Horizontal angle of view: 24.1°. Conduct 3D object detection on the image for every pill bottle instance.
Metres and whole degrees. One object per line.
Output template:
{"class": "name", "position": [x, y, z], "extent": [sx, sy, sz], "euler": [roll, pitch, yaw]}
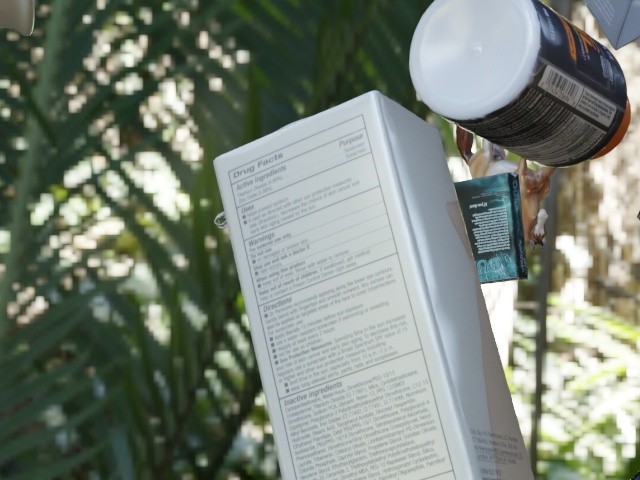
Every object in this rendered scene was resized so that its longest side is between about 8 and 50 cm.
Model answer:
{"class": "pill bottle", "position": [0.195, -0.141, 1.362], "extent": [0.130, 0.130, 0.246], "euler": [1, -10, 35]}

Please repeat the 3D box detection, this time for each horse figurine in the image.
{"class": "horse figurine", "position": [0.279, -0.118, 2.246], "extent": [0.066, 0.174, 0.263], "euler": [-7, 29, -33]}

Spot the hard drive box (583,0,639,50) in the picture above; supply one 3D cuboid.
{"class": "hard drive box", "position": [0.314, -0.317, 1.521], "extent": [0.089, 0.181, 0.232], "euler": [-30, 8, 32]}

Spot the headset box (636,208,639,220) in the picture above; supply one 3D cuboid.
{"class": "headset box", "position": [0.485, -0.044, 1.596], "extent": [0.246, 0.283, 0.131], "euler": [46, -39, -21]}

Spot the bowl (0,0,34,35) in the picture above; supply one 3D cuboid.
{"class": "bowl", "position": [-0.433, -0.381, 1.775], "extent": [0.134, 0.298, 0.298], "euler": [-11, 4, -15]}

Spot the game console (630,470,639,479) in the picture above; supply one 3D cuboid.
{"class": "game console", "position": [0.378, 0.135, 1.295], "extent": [0.361, 0.213, 0.044], "euler": [-36, 40, -23]}

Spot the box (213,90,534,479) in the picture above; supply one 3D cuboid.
{"class": "box", "position": [0.039, 0.068, 1.071], "extent": [0.148, 0.311, 0.121], "euler": [-20, -20, 24]}

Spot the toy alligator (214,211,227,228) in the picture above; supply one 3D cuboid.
{"class": "toy alligator", "position": [-0.075, -0.061, 2.308], "extent": [0.190, 0.056, 0.051], "euler": [-23, -6, -5]}

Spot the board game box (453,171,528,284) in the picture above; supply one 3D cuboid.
{"class": "board game box", "position": [0.154, -0.005, 1.773], "extent": [0.186, 0.126, 0.026], "euler": [-9, -7, 37]}
